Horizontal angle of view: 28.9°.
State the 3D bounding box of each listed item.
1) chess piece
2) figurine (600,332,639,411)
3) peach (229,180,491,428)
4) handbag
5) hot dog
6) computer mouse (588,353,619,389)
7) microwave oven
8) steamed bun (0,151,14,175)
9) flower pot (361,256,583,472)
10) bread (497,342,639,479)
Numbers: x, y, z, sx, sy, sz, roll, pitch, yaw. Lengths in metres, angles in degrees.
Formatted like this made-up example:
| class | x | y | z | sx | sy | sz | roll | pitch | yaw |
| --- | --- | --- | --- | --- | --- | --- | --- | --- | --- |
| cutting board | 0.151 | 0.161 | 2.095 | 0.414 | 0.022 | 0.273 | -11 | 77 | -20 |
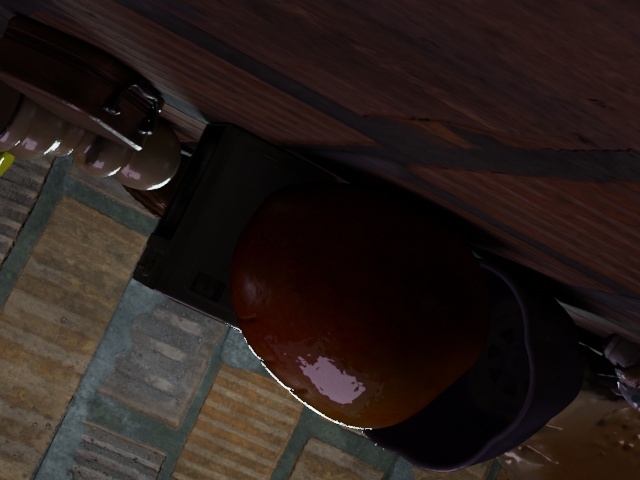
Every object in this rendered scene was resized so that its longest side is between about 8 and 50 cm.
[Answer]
| class | x | y | z | sx | sy | sz | roll | pitch | yaw |
| --- | --- | --- | --- | --- | --- | --- | --- | --- | --- |
| chess piece | -0.302 | -0.139 | 1.622 | 0.261 | 0.142 | 0.143 | 23 | 178 | -32 |
| figurine | 0.432 | 0.186 | 1.469 | 0.229 | 0.112 | 0.137 | 38 | 173 | 22 |
| peach | 0.043 | 0.051 | 1.322 | 0.275 | 0.248 | 0.245 | 42 | 138 | -15 |
| handbag | -0.258 | -0.167 | 1.354 | 0.151 | 0.072 | 0.193 | 24 | 174 | 20 |
| hot dog | -0.213 | -0.077 | 1.955 | 0.272 | 0.122 | 0.196 | 23 | 176 | 7 |
| computer mouse | 0.439 | 0.177 | 1.680 | 0.099 | 0.057 | 0.172 | 30 | 163 | -33 |
| microwave oven | -0.101 | -0.013 | 1.426 | 0.163 | 0.205 | 0.129 | 28 | 176 | -22 |
| steamed bun | -0.667 | -0.190 | 1.934 | 0.334 | 0.334 | 0.374 | 23 | -179 | 35 |
| flower pot | 0.192 | 0.148 | 1.534 | 0.265 | 0.265 | 0.243 | 23 | -174 | 32 |
| bread | 0.419 | 0.291 | 1.924 | 0.424 | 0.245 | 0.329 | 31 | 174 | -26 |
